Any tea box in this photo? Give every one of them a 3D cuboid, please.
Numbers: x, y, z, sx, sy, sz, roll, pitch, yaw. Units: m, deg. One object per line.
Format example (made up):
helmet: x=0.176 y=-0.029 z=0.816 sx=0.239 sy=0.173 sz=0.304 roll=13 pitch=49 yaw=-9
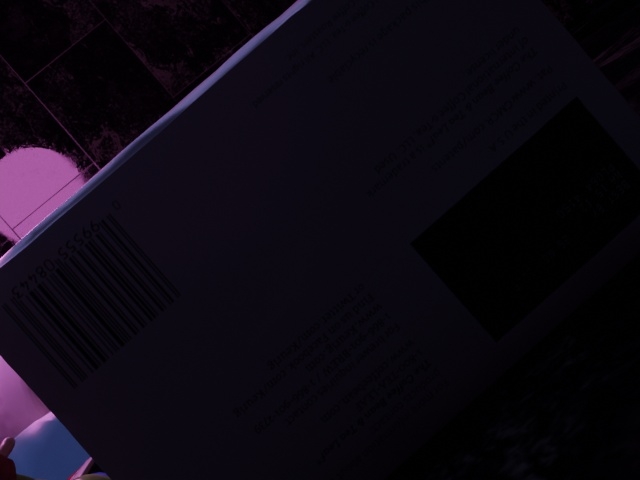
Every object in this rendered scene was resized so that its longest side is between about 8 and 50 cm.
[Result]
tea box: x=0.000 y=0.000 z=0.614 sx=0.329 sy=0.220 sz=0.323 roll=-41 pitch=2 yaw=-3

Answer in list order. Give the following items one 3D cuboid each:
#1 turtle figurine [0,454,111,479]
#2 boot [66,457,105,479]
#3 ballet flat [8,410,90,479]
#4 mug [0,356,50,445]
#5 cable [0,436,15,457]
turtle figurine: x=-0.224 y=0.220 z=0.527 sx=0.266 sy=0.275 sz=0.197 roll=-88 pitch=13 yaw=-81
boot: x=-0.260 y=0.301 z=0.805 sx=0.176 sy=0.088 sz=0.244 roll=-43 pitch=3 yaw=33
ballet flat: x=-0.188 y=0.211 z=1.024 sx=0.409 sy=0.147 sz=0.147 roll=-35 pitch=4 yaw=11
mug: x=-0.362 y=0.225 z=1.232 sx=0.328 sy=0.276 sz=0.374 roll=-21 pitch=49 yaw=59
cable: x=-0.342 y=0.279 z=0.752 sx=0.287 sy=0.072 sz=0.139 roll=-49 pitch=-3 yaw=-8
